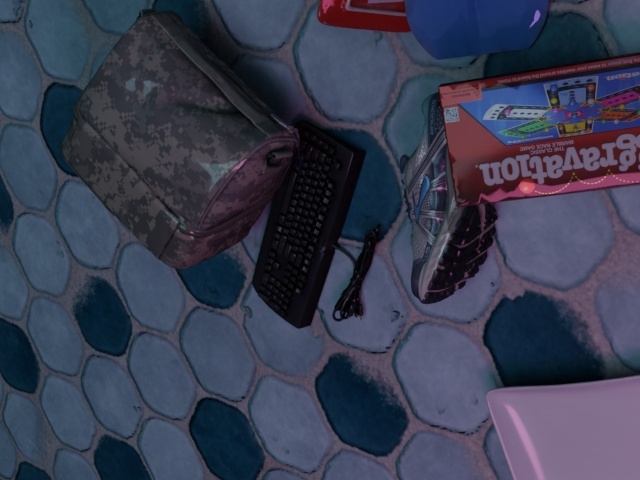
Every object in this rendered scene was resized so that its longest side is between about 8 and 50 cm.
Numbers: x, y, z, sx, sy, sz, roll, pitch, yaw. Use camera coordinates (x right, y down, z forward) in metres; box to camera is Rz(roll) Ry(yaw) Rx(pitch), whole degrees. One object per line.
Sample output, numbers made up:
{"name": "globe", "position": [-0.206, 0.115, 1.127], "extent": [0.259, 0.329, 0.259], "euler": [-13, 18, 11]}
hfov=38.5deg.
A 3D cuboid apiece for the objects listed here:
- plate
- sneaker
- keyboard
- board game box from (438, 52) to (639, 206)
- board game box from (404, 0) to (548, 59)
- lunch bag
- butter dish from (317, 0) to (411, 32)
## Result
{"name": "plate", "position": [0.377, 0.299, 1.172], "extent": [0.277, 0.045, 0.278], "euler": [-15, 98, 39]}
{"name": "sneaker", "position": [0.158, -0.057, 1.178], "extent": [0.122, 0.110, 0.283], "euler": [29, 116, 39]}
{"name": "keyboard", "position": [0.000, 0.000, 1.348], "extent": [0.201, 0.033, 0.317], "euler": [31, 124, 23]}
{"name": "board game box", "position": [0.282, -0.125, 1.026], "extent": [0.281, 0.027, 0.145], "euler": [-7, 105, 16]}
{"name": "board game box", "position": [0.186, -0.290, 1.090], "extent": [0.169, 0.033, 0.133], "euler": [-4, 115, 19]}
{"name": "lunch bag", "position": [-0.190, -0.147, 1.312], "extent": [0.305, 0.212, 0.256], "euler": [47, 133, 14]}
{"name": "butter dish", "position": [0.058, -0.348, 1.114], "extent": [0.118, 0.160, 0.160], "euler": [50, 132, 40]}
